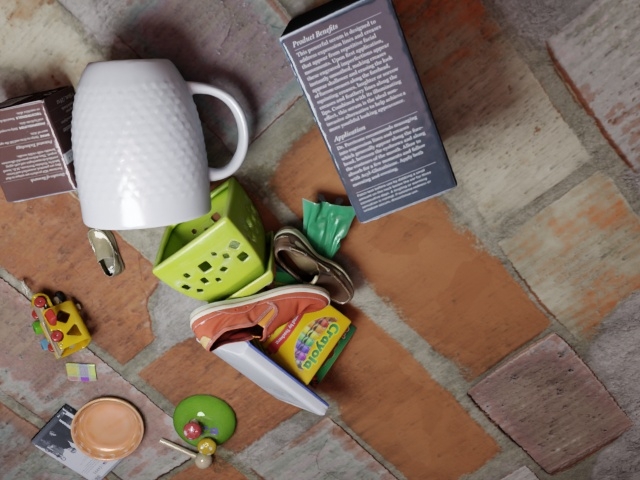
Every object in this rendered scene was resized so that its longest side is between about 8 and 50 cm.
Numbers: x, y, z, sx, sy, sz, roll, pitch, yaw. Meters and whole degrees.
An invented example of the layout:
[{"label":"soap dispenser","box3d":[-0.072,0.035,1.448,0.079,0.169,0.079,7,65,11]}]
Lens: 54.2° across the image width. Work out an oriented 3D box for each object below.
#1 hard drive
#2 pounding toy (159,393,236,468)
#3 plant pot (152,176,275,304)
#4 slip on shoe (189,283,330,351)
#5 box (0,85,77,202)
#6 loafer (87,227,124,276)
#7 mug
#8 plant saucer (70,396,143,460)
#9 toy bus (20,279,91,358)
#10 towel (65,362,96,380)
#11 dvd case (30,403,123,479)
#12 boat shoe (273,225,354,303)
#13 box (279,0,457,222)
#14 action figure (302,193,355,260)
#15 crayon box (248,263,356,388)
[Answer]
[{"label":"hard drive","box3d":[-0.145,0.336,1.593,0.319,0.210,0.040,46,64,-33]},{"label":"pounding toy","box3d":[-0.349,0.561,1.776,0.183,0.110,0.237,28,112,-11]},{"label":"plant pot","box3d":[-0.230,0.025,1.471,0.227,0.228,0.207,-34,115,15]},{"label":"slip on shoe","box3d":[-0.129,0.179,1.436,0.331,0.101,0.123,-11,151,-21]},{"label":"box","box3d":[-0.623,-0.217,1.393,0.167,0.168,0.203,-11,114,5]},{"label":"loafer","box3d":[-0.538,0.028,1.569,0.056,0.050,0.148,-18,113,9]},{"label":"mug","box3d":[-0.340,-0.219,1.345,0.374,0.276,0.328,-7,106,-13]},{"label":"plant saucer","box3d":[-0.608,0.535,1.792,0.200,0.037,0.200,-2,104,-8]},{"label":"toy bus","box3d":[-0.673,0.201,1.621,0.104,0.191,0.202,-23,122,-36]},{"label":"towel","box3d":[-0.670,0.368,1.750,0.083,0.009,0.060,2,114,0]},{"label":"dvd case","box3d":[-0.707,0.605,1.850,0.238,0.029,0.179,41,109,-16]},{"label":"boat shoe","box3d":[-0.020,0.082,1.503,0.257,0.095,0.095,40,119,-20]},{"label":"box","box3d":[0.098,-0.288,1.276,0.212,0.293,0.395,-21,112,10]},{"label":"action figure","box3d":[0.000,0.000,1.537,0.137,0.063,0.232,12,121,-6]},{"label":"crayon box","box3d":[-0.068,0.219,1.586,0.318,0.081,0.202,37,81,-15]}]
